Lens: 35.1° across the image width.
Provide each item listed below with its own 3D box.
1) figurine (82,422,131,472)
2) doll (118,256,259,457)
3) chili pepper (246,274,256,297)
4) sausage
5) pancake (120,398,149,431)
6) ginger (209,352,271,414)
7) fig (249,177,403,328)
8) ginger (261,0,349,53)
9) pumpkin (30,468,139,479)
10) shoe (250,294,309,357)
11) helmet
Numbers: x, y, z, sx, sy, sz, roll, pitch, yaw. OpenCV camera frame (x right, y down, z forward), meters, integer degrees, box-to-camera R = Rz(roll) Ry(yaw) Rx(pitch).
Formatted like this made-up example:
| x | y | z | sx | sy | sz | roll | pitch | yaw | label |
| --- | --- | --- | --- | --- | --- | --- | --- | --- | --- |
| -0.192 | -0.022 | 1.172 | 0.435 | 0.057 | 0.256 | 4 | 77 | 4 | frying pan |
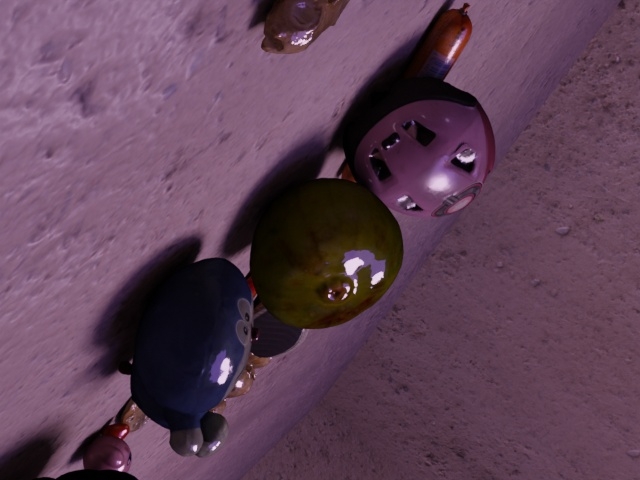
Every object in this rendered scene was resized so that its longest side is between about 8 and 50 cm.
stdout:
| x | y | z | sx | sy | sz | roll | pitch | yaw | label |
| --- | --- | --- | --- | --- | --- | --- | --- | --- | --- |
| -0.297 | 0.306 | 1.409 | 0.067 | 0.071 | 0.083 | 2 | 135 | -20 | figurine |
| -0.146 | 0.128 | 1.196 | 0.258 | 0.154 | 0.228 | 128 | -25 | -54 | doll |
| -0.117 | 0.090 | 1.505 | 0.178 | 0.027 | 0.045 | -54 | 173 | 25 | chili pepper |
| 0.118 | -0.189 | 1.425 | 0.053 | 0.053 | 0.348 | -36 | 162 | -53 | sausage |
| -0.244 | 0.229 | 1.482 | 0.139 | 0.022 | 0.139 | -48 | 169 | -12 | pancake |
| -0.153 | 0.217 | 1.670 | 0.104 | 0.080 | 0.204 | 25 | 107 | -46 | ginger |
| 0.000 | 0.000 | 1.325 | 0.203 | 0.203 | 0.225 | -56 | -153 | 32 | fig |
| 0.010 | -0.225 | 0.880 | 0.173 | 0.051 | 0.069 | -53 | 176 | -10 | ginger |
| -0.281 | 0.451 | 1.198 | 0.363 | 0.363 | 0.266 | -49 | 171 | -3 | pumpkin |
| -0.050 | 0.078 | 1.553 | 0.227 | 0.099 | 0.112 | -58 | -163 | 31 | shoe |
| 0.150 | -0.107 | 1.378 | 0.198 | 0.154 | 0.253 | -39 | 133 | 18 | helmet |
